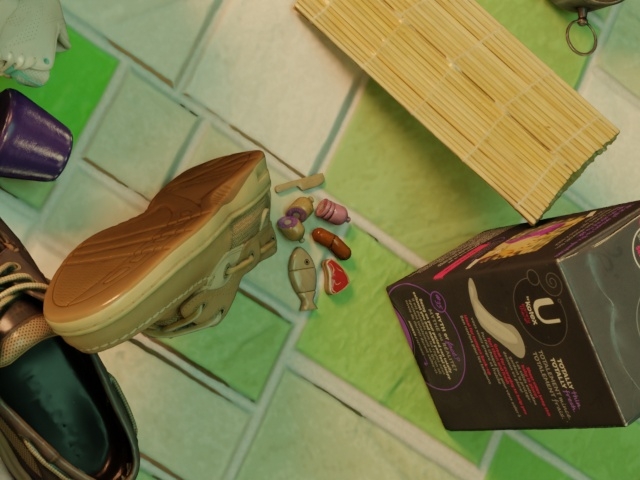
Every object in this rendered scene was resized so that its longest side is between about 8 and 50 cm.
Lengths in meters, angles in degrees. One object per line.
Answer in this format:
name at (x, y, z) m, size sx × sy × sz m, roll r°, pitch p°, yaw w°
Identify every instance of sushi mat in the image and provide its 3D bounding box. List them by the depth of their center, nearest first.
sushi mat at (0.131, -0.164, 1.701) m, size 0.316 × 0.019 × 0.151 m, roll 43°, pitch 63°, yaw 8°

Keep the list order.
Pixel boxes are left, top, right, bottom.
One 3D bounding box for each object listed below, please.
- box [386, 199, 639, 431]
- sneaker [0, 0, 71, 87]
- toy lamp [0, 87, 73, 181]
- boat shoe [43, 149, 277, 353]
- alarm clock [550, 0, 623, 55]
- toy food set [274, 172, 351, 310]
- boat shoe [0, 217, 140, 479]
box at (0.212, 0.074, 1.646) m, size 0.143 × 0.270 × 0.165 m, roll -28°, pitch 99°, yaw -30°
sneaker at (-0.262, -0.161, 1.457) m, size 0.094 × 0.080 × 0.212 m, roll 62°, pitch 29°, yaw -11°
toy lamp at (-0.334, -0.118, 1.453) m, size 0.274 × 0.080 × 0.080 m, roll 24°, pitch 72°, yaw -26°
boat shoe at (-0.112, 0.026, 1.479) m, size 0.341 × 0.121 × 0.110 m, roll -45°, pitch 121°, yaw -59°
alarm clock at (0.272, -0.284, 1.849) m, size 0.129 × 0.064 × 0.192 m, roll 10°, pitch 77°, yaw -30°
toy food set at (0.000, 0.000, 1.673) m, size 0.078 × 0.019 × 0.122 m, roll -17°, pitch 93°, yaw -32°
boat shoe at (-0.252, 0.066, 1.446) m, size 0.132 × 0.130 × 0.355 m, roll -44°, pitch 106°, yaw -28°
